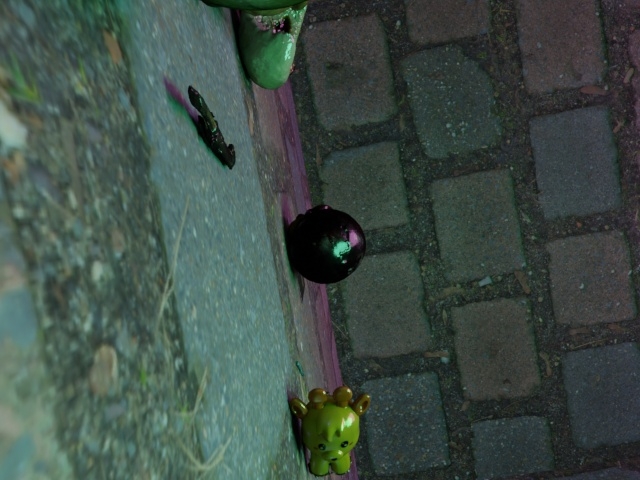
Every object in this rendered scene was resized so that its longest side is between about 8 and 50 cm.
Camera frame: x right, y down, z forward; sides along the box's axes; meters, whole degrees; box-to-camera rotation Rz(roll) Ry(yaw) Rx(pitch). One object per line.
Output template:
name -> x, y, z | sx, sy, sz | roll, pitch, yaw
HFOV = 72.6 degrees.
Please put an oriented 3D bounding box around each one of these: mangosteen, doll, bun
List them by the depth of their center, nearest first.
doll -> 0.019, 0.342, 0.810 | 0.135, 0.142, 0.221 | -93, -179, -54
bun -> -0.106, -0.427, 0.899 | 0.213, 0.126, 0.204 | -89, -163, -45
mangosteen -> 0.000, 0.000, 1.173 | 0.250, 0.211, 0.212 | 42, -25, 40

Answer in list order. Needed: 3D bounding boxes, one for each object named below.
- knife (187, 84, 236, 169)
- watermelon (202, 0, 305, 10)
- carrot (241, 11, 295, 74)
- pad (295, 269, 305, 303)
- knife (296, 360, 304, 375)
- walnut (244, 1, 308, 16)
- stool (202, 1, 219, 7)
knife -> -0.123, -0.119, 0.507 | 0.222, 0.021, 0.046 | 112, -31, -87
watermelon -> -0.050, -0.265, 0.254 | 0.242, 0.242, 0.243 | -10, 90, -88
carrot -> -0.134, -0.514, 1.022 | 0.263, 0.101, 0.102 | 73, 7, -48
pad -> -0.062, 0.103, 1.321 | 0.190, 0.004, 0.128 | -85, 165, -79
knife -> -0.044, 0.287, 0.969 | 0.091, 0.005, 0.014 | 78, 2, -57
walnut -> -0.087, -0.461, 0.691 | 0.245, 0.198, 0.198 | -124, -164, -46
stool -> -0.038, -0.452, 0.469 | 0.226, 0.309, 0.311 | -83, 166, -84
